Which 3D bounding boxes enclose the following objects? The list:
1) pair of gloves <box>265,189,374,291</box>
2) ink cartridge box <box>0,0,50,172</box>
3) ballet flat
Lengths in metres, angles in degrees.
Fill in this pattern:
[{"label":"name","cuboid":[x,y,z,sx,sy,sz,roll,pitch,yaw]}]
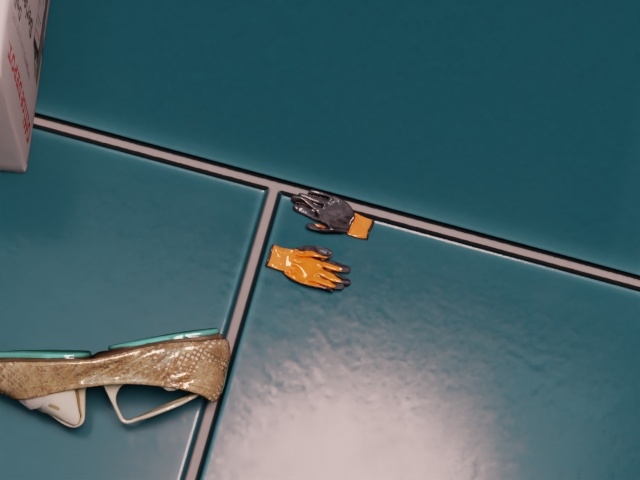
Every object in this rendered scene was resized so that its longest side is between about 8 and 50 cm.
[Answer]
[{"label":"pair of gloves","cuboid":[0.000,0.000,1.022,0.074,0.010,0.083,22,71,3]},{"label":"ink cartridge box","cuboid":[-0.284,-0.222,0.966,0.121,0.211,0.289,5,73,-6]},{"label":"ballet flat","cuboid":[-0.172,0.111,0.945,0.206,0.073,0.067,-6,87,-3]}]
